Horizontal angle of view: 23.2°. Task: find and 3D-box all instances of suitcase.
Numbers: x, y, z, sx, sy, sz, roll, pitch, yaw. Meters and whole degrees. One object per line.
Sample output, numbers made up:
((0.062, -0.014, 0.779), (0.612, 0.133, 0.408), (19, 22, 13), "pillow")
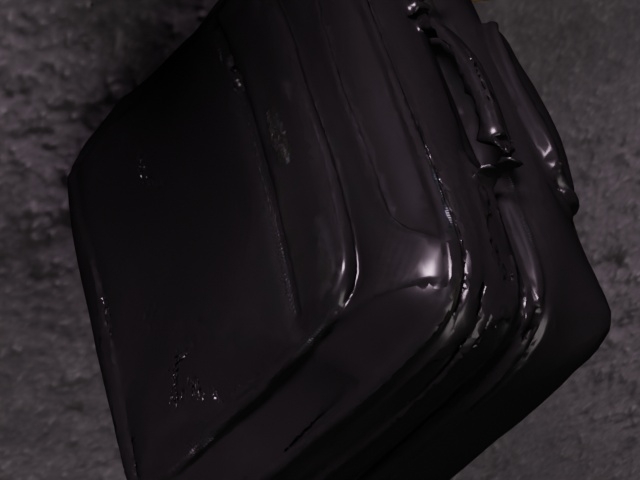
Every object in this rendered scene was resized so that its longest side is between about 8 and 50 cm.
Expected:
((0.000, 0.000, 0.987), (0.188, 0.345, 0.339), (19, 130, -37), "suitcase")
